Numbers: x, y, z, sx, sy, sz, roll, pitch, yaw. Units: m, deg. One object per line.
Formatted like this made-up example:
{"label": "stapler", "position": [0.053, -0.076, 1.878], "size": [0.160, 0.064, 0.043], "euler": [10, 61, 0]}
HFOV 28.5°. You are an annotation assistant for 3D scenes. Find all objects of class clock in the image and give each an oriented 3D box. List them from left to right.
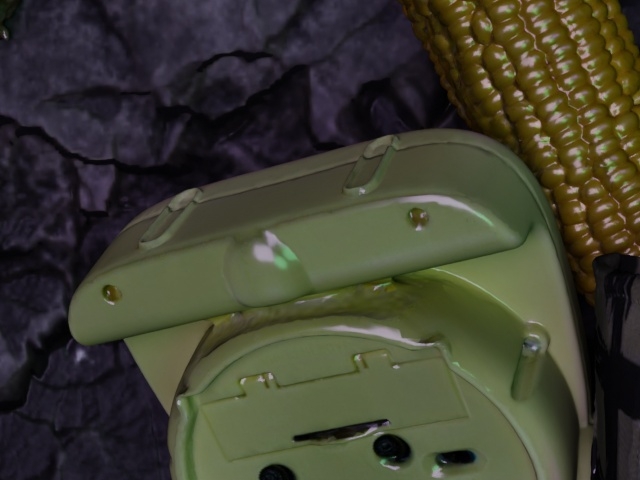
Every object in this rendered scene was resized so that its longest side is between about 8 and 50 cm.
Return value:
{"label": "clock", "position": [0.032, 0.106, 0.644], "size": [0.235, 0.096, 0.308], "euler": [-15, 113, 21]}

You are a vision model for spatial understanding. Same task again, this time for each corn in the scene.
{"label": "corn", "position": [0.107, -0.097, 0.639], "size": [0.101, 0.101, 0.310], "euler": [-27, 92, 16]}

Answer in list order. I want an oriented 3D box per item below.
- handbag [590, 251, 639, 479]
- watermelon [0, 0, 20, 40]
{"label": "handbag", "position": [0.276, 0.169, 0.549], "size": [0.327, 0.162, 0.325], "euler": [2, 99, 1]}
{"label": "watermelon", "position": [-0.325, -0.257, 0.724], "size": [0.302, 0.151, 0.264], "euler": [11, 96, 15]}
